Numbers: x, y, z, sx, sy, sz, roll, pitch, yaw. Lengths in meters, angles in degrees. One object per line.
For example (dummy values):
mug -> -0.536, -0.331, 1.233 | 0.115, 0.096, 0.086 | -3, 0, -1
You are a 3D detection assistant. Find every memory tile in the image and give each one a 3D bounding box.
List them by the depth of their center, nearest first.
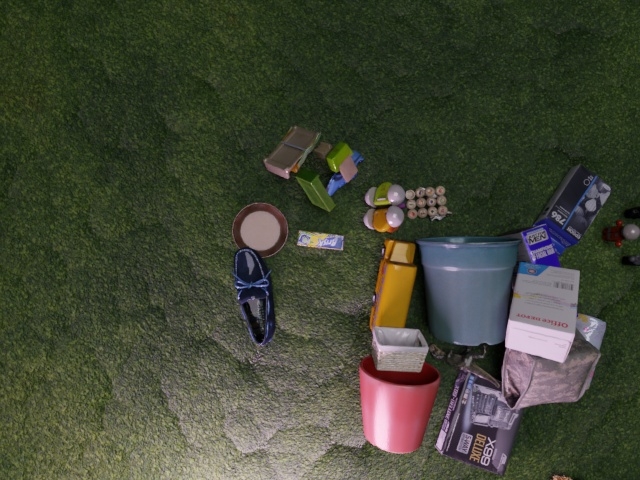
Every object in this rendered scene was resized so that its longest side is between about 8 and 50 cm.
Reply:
memory tile -> 0.393, -0.142, 1.552 | 0.148, 0.012, 0.113 | -6, 93, 12

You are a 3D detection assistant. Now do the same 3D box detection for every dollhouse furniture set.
dollhouse furniture set -> -0.034, -0.265, 1.490 | 0.301, 0.151, 0.197 | 30, 74, 41

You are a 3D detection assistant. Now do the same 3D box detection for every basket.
basket -> 0.255, 0.361, 1.381 | 0.167, 0.113, 0.103 | 6, 111, -6

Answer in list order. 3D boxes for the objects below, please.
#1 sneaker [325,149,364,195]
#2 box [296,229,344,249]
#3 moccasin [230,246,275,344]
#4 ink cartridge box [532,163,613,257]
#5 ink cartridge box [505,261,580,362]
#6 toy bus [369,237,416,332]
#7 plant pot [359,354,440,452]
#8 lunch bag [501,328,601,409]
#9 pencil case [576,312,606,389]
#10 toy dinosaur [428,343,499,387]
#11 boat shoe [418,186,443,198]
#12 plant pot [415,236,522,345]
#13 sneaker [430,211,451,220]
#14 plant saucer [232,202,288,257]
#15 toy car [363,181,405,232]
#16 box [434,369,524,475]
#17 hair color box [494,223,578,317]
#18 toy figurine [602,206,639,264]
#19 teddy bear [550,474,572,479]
sneaker -> 0.087, -0.235, 1.530 | 0.082, 0.069, 0.209 | 33, 83, -6
box -> 0.000, 0.000, 1.507 | 0.168, 0.059, 0.054 | 6, 87, -4
moccasin -> -0.216, 0.188, 1.430 | 0.137, 0.117, 0.342 | -18, 92, 2
ink cartridge box -> 0.958, -0.113, 1.600 | 0.165, 0.065, 0.333 | 35, 84, -2
ink cartridge box -> 0.682, 0.216, 1.285 | 0.171, 0.168, 0.233 | 10, 52, 28
toy bus -> 0.257, 0.167, 1.466 | 0.108, 0.130, 0.333 | 9, 100, -4
plant pot -> 0.255, 0.544, 1.399 | 0.274, 0.275, 0.243 | 4, 95, -5
lunch bag -> 0.754, 0.443, 1.406 | 0.235, 0.169, 0.287 | -5, 120, -6
pencil case -> 0.950, 0.403, 1.532 | 0.124, 0.113, 0.273 | 18, 85, -6
toy dinosaur -> 0.523, 0.417, 1.481 | 0.118, 0.268, 0.064 | -49, 135, -24
boat shoe -> 0.412, -0.170, 1.571 | 0.100, 0.035, 0.035 | 19, 94, -1
plant pot -> 0.497, 0.160, 1.423 | 0.341, 0.341, 0.334 | -1, 94, -5
sneaker -> 0.452, -0.091, 1.571 | 0.083, 0.032, 0.037 | -5, 92, 4
plant saucer -> -0.216, -0.036, 1.503 | 0.198, 0.036, 0.199 | 0, 86, -6
toy car -> 0.250, -0.117, 1.510 | 0.136, 0.159, 0.182 | 8, 83, -39
box -> 0.578, 0.643, 1.498 | 0.242, 0.076, 0.308 | 22, 83, -3
hair color box -> 0.770, 0.122, 1.503 | 0.110, 0.185, 0.339 | -19, 88, -6
toy figurine -> 1.220, -0.016, 1.571 | 0.213, 0.148, 0.210 | -36, 89, -7
teddy bear -> 0.886, 1.018, 1.480 | 0.245, 0.113, 0.338 | 32, 83, 0
